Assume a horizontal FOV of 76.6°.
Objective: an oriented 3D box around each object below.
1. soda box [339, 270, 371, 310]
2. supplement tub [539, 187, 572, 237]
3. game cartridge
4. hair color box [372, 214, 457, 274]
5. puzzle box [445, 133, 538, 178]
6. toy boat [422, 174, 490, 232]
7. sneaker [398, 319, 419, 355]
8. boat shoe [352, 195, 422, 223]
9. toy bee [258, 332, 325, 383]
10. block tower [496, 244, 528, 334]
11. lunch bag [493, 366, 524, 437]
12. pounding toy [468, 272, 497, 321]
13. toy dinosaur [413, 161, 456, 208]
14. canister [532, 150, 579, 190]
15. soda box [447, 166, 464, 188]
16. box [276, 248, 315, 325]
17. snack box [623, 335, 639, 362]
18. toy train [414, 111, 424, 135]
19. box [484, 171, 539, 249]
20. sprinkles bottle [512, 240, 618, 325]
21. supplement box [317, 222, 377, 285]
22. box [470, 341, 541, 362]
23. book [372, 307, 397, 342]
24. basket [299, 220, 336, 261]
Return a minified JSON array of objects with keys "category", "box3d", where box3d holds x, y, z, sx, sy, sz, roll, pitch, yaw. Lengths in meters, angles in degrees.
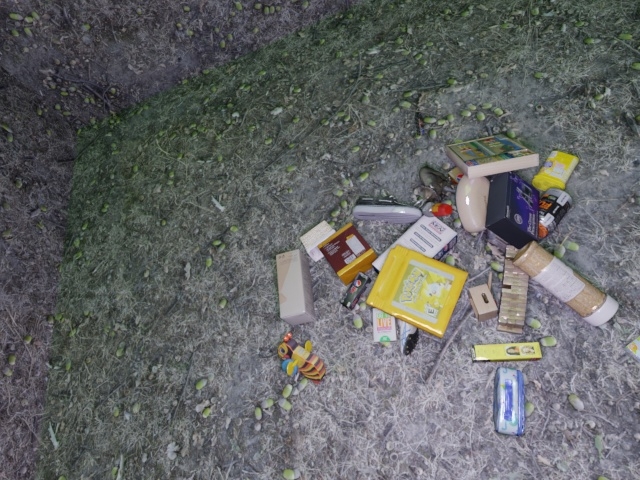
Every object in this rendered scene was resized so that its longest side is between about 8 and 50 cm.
[{"category":"soda box","box3d":[0.157,0.225,1.803,0.053,0.060,0.168,28,77,30]},{"category":"supplement tub","box3d":[0.932,-0.111,1.667,0.117,0.117,0.190,34,78,30]},{"category":"game cartridge","box3d":[0.387,0.194,1.633,0.324,0.052,0.285,23,77,16]},{"category":"hair color box","box3d":[0.413,0.056,1.771,0.347,0.105,0.174,-42,61,-5]},{"category":"puzzle box","box3d":[0.726,-0.376,1.769,0.272,0.052,0.409,-11,24,8]},{"category":"toy boat","box3d":[0.595,-0.155,1.724,0.319,0.148,0.267,-12,98,-21]},{"category":"sneaker","box3d":[0.354,0.352,1.665,0.086,0.085,0.237,-10,61,45]},{"category":"boat shoe","box3d":[0.314,-0.160,1.909,0.336,0.121,0.119,7,68,24]},{"category":"toy bee","box3d":[-0.118,0.478,1.692,0.299,0.162,0.195,9,27,1]},{"category":"block tower","box3d":[0.757,0.190,1.589,0.091,0.097,0.335,7,67,22]},{"category":"lunch bag","box3d":[0.645,0.553,1.392,0.090,0.176,0.218,2,64,21]},{"category":"pounding toy","box3d":[0.644,0.225,1.589,0.100,0.130,0.141,-18,59,10]},{"category":"toy dinosaur","box3d":[0.517,-0.279,1.871,0.121,0.161,0.313,-42,40,50]},{"category":"canister","box3d":[1.021,-0.297,1.758,0.126,0.073,0.169,29,75,29]},{"category":"soda box","box3d":[0.666,-0.255,1.868,0.058,0.061,0.181,-33,58,1]},{"category":"box","box3d":[-0.115,0.215,1.856,0.121,0.148,0.311,-15,59,13]},{"category":"snack box","box3d":[1.145,0.365,1.392,0.141,0.037,0.100,-37,57,-1]},{"category":"toy train","box3d":[0.520,-0.611,2.126,0.036,0.027,0.158,-2,62,6]},{"category":"box","box3d":[0.766,-0.125,1.612,0.184,0.103,0.261,28,57,-12]},{"category":"sprinkles bottle","box3d":[0.888,0.153,1.484,0.355,0.121,0.121,40,82,12]},{"category":"supplement box","box3d":[0.126,0.062,1.857,0.191,0.129,0.194,-36,58,0]},{"category":"box","box3d":[0.682,0.417,1.503,0.233,0.087,0.058,-7,64,15]},{"category":"book","box3d":[0.271,0.356,1.715,0.096,0.035,0.144,-9,63,19]},{"category":"basket","box3d":[0.000,0.000,1.946,0.167,0.113,0.103,-35,54,0]}]
